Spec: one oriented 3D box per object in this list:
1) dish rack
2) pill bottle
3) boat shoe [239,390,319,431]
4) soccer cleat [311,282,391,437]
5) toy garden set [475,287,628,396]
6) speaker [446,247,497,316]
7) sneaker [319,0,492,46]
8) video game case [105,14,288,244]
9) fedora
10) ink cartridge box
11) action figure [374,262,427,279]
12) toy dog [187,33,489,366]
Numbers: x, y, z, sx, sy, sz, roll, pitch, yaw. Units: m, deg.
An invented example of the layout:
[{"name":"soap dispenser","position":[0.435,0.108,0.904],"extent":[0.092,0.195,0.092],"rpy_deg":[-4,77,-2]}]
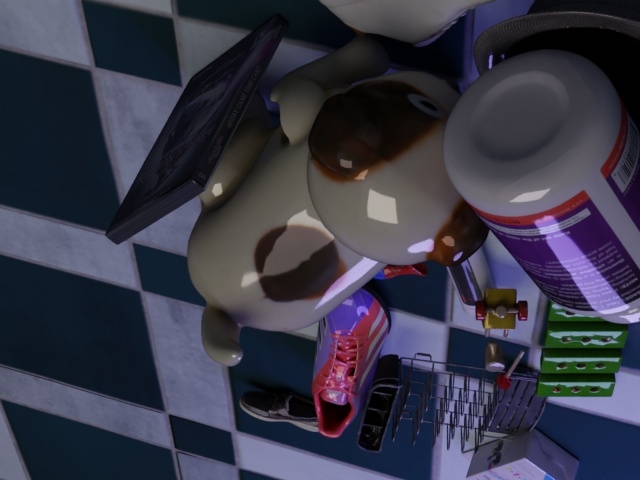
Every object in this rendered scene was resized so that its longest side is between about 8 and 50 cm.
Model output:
[{"name":"dish rack","position":[0.198,0.253,2.134],"extent":[0.272,0.074,0.208],"rpy_deg":[8,145,-2]},{"name":"pill bottle","position":[0.267,-0.040,1.468],"extent":[0.181,0.181,0.323],"rpy_deg":[-3,149,32]},{"name":"boat shoe","position":[-0.057,0.272,2.359],"extent":[0.152,0.056,0.049],"rpy_deg":[13,139,-2]},{"name":"soccer cleat","position":[0.037,0.175,2.120],"extent":[0.109,0.116,0.318],"rpy_deg":[16,144,10]},{"name":"toy garden set","position":[0.310,0.133,1.949],"extent":[0.204,0.049,0.244],"rpy_deg":[0,144,3]},{"name":"speaker","position":[0.200,0.041,1.911],"extent":[0.055,0.055,0.136],"rpy_deg":[3,140,26]},{"name":"sneaker","position":[0.135,-0.273,1.517],"extent":[0.290,0.106,0.123],"rpy_deg":[1,149,40]},{"name":"video game case","position":[-0.146,-0.132,1.690],"extent":[0.026,0.274,0.196],"rpy_deg":[39,141,-20]},{"name":"fedora","position":[0.294,-0.203,1.479],"extent":[0.244,0.124,0.275],"rpy_deg":[-5,148,37]},{"name":"ink cartridge box","position":[0.308,0.369,2.266],"extent":[0.104,0.061,0.181],"rpy_deg":[37,143,-18]},{"name":"action figure","position":[0.000,0.000,1.941],"extent":[0.280,0.091,0.139],"rpy_deg":[-9,140,36]},{"name":"toy dog","position":[0.014,-0.061,1.615],"extent":[0.284,0.395,0.408],"rpy_deg":[47,147,-13]}]
